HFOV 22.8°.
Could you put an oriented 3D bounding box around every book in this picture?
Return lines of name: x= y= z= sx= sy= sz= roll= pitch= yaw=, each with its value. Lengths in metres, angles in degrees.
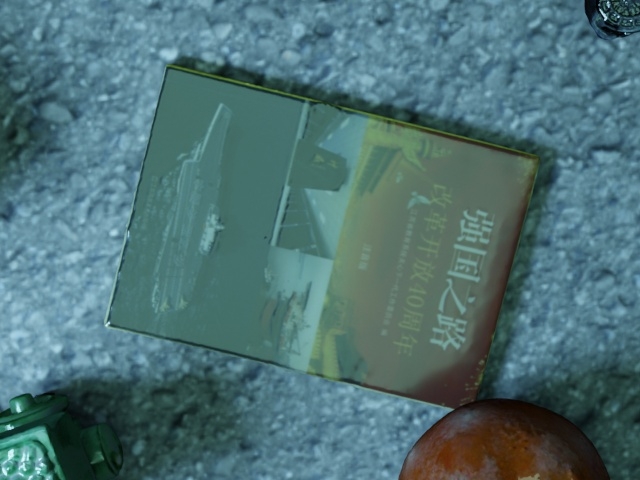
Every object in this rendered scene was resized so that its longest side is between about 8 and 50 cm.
book: x=0.000 y=0.000 z=1.532 sx=0.374 sy=0.028 sz=0.262 roll=14 pitch=95 yaw=-2

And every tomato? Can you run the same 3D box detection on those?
tomato: x=0.170 y=0.250 z=1.481 sx=0.208 sy=0.184 sz=0.208 roll=0 pitch=94 yaw=-7

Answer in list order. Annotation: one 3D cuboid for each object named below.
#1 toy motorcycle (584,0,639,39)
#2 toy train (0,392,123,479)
toy motorcycle: x=0.358 y=-0.229 z=1.477 sx=0.263 sy=0.091 sz=0.157 roll=27 pitch=91 yaw=-1
toy train: x=-0.317 y=0.241 z=1.469 sx=0.266 sy=0.202 sz=0.145 roll=-20 pitch=98 yaw=5
